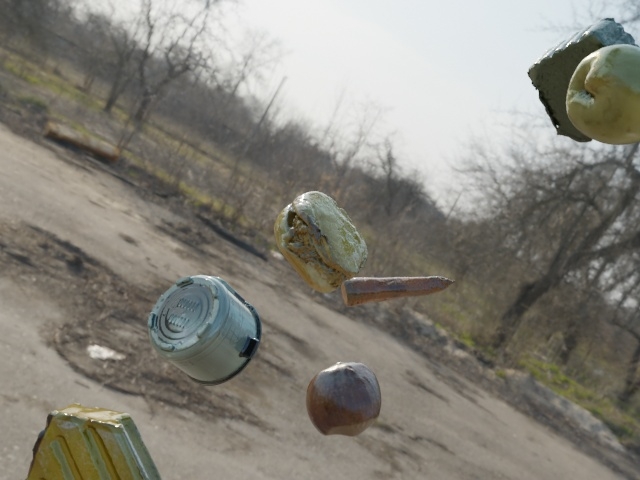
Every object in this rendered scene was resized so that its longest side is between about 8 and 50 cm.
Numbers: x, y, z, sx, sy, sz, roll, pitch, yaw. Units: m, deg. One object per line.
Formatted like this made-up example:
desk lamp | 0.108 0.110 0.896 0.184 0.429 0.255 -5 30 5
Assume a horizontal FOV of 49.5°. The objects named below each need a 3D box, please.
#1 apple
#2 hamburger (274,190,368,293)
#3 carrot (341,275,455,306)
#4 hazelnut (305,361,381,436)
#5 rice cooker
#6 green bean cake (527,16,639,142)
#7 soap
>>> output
apple | 0.563 -0.269 1.310 0.200 0.200 0.200 28 4 -2
hamburger | 0.000 0.000 0.985 0.138 0.083 0.147 54 23 -7
carrot | 0.151 0.092 1.341 0.225 0.057 0.057 -4 12 -11
hazelnut | 0.046 0.306 1.348 0.154 0.143 0.143 -5 18 -21
rice cooker | -0.280 0.224 1.726 0.281 0.241 0.227 8 -28 34
green bean cake | 0.584 -0.334 1.491 0.227 0.125 0.223 56 -35 -7
soap | -0.286 0.336 0.894 0.257 0.160 0.080 63 -2 7
